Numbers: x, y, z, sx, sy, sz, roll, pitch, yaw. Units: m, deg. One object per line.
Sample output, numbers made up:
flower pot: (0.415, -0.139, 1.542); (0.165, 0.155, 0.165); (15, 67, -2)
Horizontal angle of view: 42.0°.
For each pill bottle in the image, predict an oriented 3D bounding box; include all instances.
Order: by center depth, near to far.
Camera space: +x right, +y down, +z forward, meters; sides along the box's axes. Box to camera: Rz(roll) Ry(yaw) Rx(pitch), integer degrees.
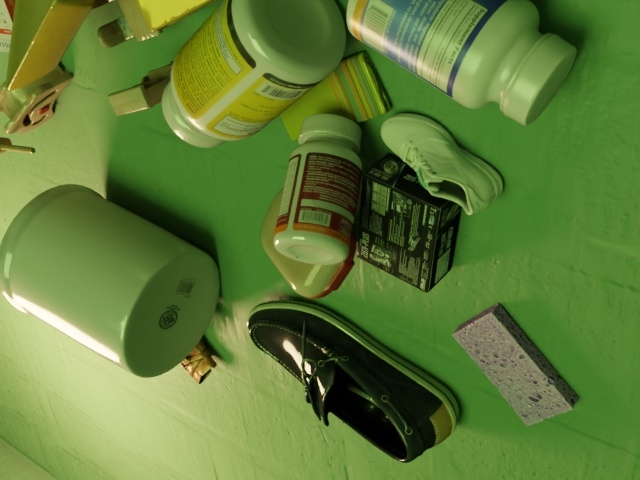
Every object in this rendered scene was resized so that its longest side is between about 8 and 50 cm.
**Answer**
pill bottle: (0.181, -0.264, 1.066); (0.272, 0.152, 0.152); (36, 140, 17)
pill bottle: (0.002, -0.082, 1.328); (0.121, 0.221, 0.121); (9, 161, 3)
pill bottle: (-0.123, -0.275, 1.330); (0.188, 0.188, 0.334); (55, 142, -6)

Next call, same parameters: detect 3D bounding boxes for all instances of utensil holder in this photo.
utensil holder: (-0.468, 0.092, 1.868); (0.385, 0.327, 0.328); (26, 136, 27)

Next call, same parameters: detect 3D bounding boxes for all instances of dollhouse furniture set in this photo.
dollhouse furniture set: (-0.326, -0.368, 1.476); (0.212, 0.161, 0.242); (-3, 118, 46)

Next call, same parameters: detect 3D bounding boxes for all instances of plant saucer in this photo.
plant saucer: (-0.472, -0.471, 1.495); (0.333, 0.081, 0.333); (-30, 57, 52)

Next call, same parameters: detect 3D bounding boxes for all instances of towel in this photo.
towel: (0.012, -0.232, 1.371); (0.237, 0.021, 0.102); (-9, 108, 49)

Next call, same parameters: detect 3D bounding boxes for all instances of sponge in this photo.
sponge: (0.327, 0.212, 1.411); (0.210, 0.031, 0.117); (50, 142, 0)

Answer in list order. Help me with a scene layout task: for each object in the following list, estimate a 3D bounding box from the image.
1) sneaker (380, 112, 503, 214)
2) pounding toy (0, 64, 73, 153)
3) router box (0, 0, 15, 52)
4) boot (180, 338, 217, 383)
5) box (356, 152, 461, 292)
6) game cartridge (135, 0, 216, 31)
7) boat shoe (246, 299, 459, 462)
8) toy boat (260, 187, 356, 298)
sneaker: (0.166, -0.114, 1.251); (0.212, 0.094, 0.080); (35, 141, 19)
pounding toy: (-0.639, -0.287, 1.883); (0.269, 0.154, 0.155); (-37, 92, 33)
router box: (-0.753, -0.569, 1.799); (0.335, 0.082, 0.301); (17, 131, 36)
boot: (-0.346, 0.302, 2.113); (0.152, 0.073, 0.197); (50, 139, 9)
box: (0.143, -0.028, 1.357); (0.147, 0.077, 0.180); (26, 136, 27)
game cartridge: (-0.220, -0.523, 1.266); (0.285, 0.053, 0.324); (-18, 105, 29)
boat shoe: (0.030, 0.272, 1.657); (0.500, 0.156, 0.187); (28, 139, 28)
toy boat: (0.000, 0.000, 1.481); (0.151, 0.151, 0.231); (-57, 46, 20)
